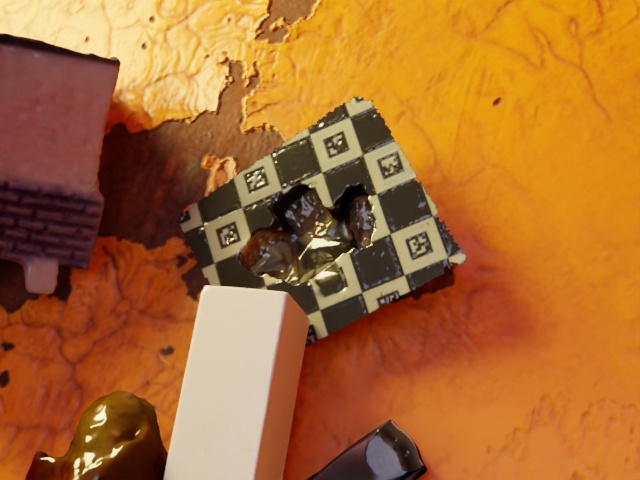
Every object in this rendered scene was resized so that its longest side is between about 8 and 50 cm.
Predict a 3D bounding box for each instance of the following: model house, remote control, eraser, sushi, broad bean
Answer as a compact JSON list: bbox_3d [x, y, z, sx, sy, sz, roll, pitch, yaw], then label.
[{"bbox_3d":[-0.318,-0.073,1.289,0.237,0.202,0.237,9,93,-20],"label":"model house"},{"bbox_3d":[-0.010,0.226,1.156,0.212,0.028,0.059,-36,61,-1],"label":"remote control"},{"bbox_3d":[-0.076,0.190,1.129,0.078,0.076,0.298,4,71,17],"label":"eraser"},{"bbox_3d":[0.000,0.000,1.244,0.210,0.040,0.192,-31,64,7],"label":"sushi"},{"bbox_3d":[-0.188,0.231,1.129,0.122,0.156,0.228,6,75,12],"label":"broad bean"}]
